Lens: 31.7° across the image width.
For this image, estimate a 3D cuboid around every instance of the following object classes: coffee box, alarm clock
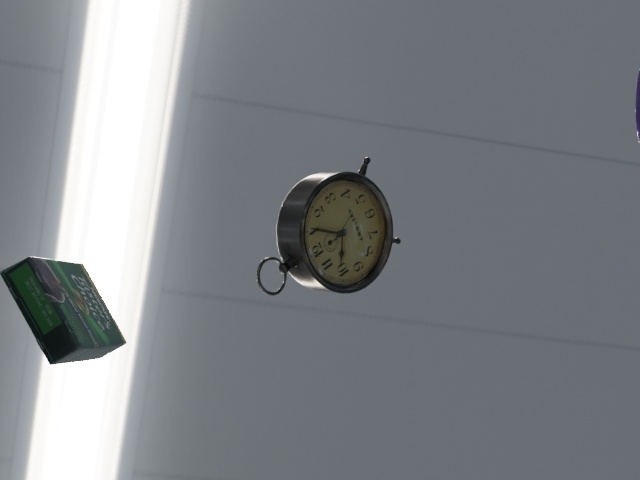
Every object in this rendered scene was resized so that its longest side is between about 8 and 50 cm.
[{"bbox_3d":[-0.273,0.075,1.215,0.040,0.184,0.113,-31,-97,2],"label":"coffee box"},{"bbox_3d":[0.000,0.000,1.203,0.192,0.064,0.129,-35,-67,-36],"label":"alarm clock"}]

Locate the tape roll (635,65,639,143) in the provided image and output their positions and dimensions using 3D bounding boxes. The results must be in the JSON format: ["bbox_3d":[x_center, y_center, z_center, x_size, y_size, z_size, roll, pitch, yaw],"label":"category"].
[{"bbox_3d":[0.410,-0.172,1.201,0.189,0.080,0.189,-25,-59,-50],"label":"tape roll"}]
